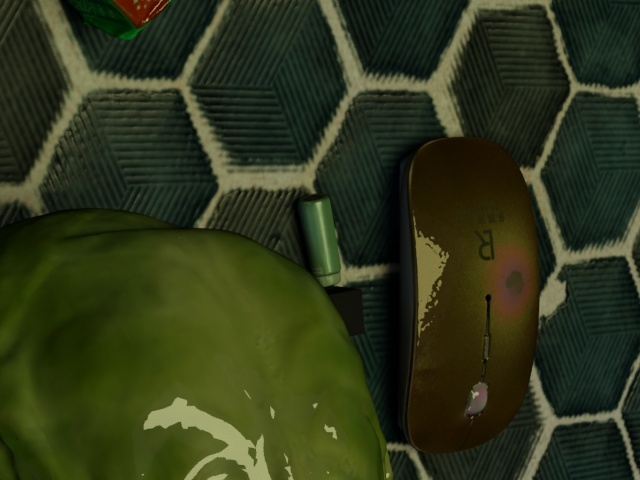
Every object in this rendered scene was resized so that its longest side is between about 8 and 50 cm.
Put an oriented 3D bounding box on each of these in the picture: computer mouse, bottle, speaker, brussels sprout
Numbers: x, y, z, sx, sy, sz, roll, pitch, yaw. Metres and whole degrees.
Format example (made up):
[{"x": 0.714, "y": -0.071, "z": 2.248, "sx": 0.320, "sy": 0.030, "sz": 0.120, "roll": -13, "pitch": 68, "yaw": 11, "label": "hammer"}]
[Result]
[{"x": 0.139, "y": 0.055, "z": 1.781, "sx": 0.158, "sy": 0.072, "sz": 0.310, "roll": -5, "pitch": 98, "yaw": -36, "label": "computer mouse"}, {"x": 0.000, "y": 0.000, "z": 1.689, "sx": 0.030, "sy": 0.030, "sz": 0.083, "roll": -21, "pitch": 108, "yaw": -35, "label": "bottle"}, {"x": -0.046, "y": 0.075, "z": 1.653, "sx": 0.191, "sy": 0.040, "sz": 0.046, "roll": -9, "pitch": 98, "yaw": -37, "label": "speaker"}, {"x": -0.172, "y": 0.159, "z": 1.384, "sx": 0.425, "sy": 0.342, "sz": 0.361, "roll": -26, "pitch": 71, "yaw": -2, "label": "brussels sprout"}]

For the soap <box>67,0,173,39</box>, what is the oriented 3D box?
[{"x": -0.200, "y": -0.300, "z": 1.436, "sx": 0.218, "sy": 0.098, "sz": 0.273, "roll": -54, "pitch": 131, "yaw": -11, "label": "soap"}]
